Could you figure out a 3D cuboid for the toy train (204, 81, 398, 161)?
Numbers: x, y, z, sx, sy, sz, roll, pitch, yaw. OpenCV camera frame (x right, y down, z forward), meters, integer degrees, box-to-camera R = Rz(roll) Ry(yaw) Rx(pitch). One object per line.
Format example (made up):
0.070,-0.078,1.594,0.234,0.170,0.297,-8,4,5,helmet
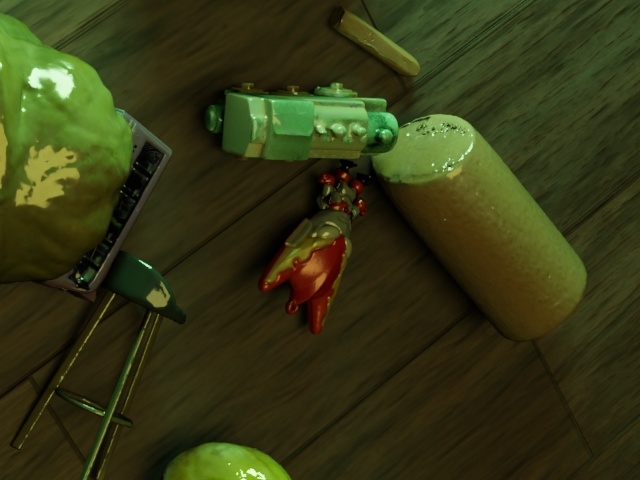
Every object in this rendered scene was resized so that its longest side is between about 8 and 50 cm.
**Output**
-0.013,-0.113,1.893,0.194,0.125,0.081,-1,101,-30,toy train

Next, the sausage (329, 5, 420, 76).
0.058,-0.202,1.978,0.116,0.026,0.026,31,81,-31,sausage

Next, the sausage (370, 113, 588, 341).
0.166,-0.019,2.012,0.123,0.123,0.253,-50,117,-15,sausage

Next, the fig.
-0.050,0.283,1.857,0.159,0.257,0.159,-4,95,-45,fig

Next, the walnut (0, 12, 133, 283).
-0.316,-0.076,1.634,0.282,0.277,0.253,30,93,-34,walnut

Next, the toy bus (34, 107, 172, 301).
-0.220,-0.033,1.805,0.098,0.087,0.178,37,76,-35,toy bus

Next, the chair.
-0.198,0.124,1.843,0.095,0.104,0.221,22,90,-56,chair

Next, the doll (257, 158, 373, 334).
0.000,0.000,1.958,0.109,0.057,0.169,41,62,-45,doll
